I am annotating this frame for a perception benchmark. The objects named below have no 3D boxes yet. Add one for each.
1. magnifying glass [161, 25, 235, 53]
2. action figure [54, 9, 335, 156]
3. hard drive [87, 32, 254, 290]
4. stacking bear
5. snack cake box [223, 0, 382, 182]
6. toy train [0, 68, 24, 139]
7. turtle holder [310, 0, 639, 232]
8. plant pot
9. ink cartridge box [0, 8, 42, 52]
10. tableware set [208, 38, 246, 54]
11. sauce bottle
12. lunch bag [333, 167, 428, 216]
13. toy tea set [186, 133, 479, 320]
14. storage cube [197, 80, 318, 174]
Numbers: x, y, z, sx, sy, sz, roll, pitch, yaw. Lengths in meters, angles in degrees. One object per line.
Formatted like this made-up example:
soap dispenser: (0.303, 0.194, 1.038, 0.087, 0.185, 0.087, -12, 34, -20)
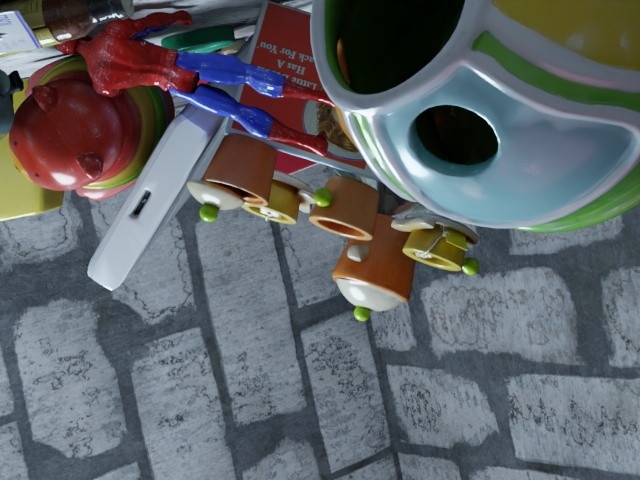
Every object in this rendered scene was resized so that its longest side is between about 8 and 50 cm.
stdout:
magnifying glass: (-0.170, -0.248, 1.450, 0.092, 0.026, 0.231, -13, -173, -16)
action figure: (-0.123, -0.172, 1.114, 0.280, 0.091, 0.139, 15, -156, -11)
hard drive: (-0.150, -0.112, 1.334, 0.233, 0.047, 0.353, -55, -176, 28)
stacking bear: (-0.254, -0.124, 1.214, 0.164, 0.175, 0.289, -26, -170, 5)
snack cake box: (0.047, -0.149, 1.208, 0.264, 0.152, 0.089, 18, -171, 5)
toy train: (-0.370, -0.107, 0.974, 0.190, 0.142, 0.334, -21, -174, -1)
turtle holder: (0.143, -0.126, 0.694, 0.227, 0.243, 0.320, 6, -179, -43)
plant pot: (-0.477, -0.120, 1.622, 0.212, 0.187, 0.212, -11, -174, 0)
ink cartridge box: (-0.294, -0.137, 0.726, 0.208, 0.045, 0.206, -11, -175, -10)
tableware set: (-0.145, -0.274, 1.636, 0.141, 0.020, 0.169, -9, -174, 23)
sauce bottle: (-0.207, -0.170, 0.858, 0.128, 0.042, 0.042, -8, -174, 12)
lunch bag: (0.149, -0.193, 1.373, 0.235, 0.287, 0.169, -9, -145, -18)
toy tea set: (0.000, 0.000, 1.246, 0.336, 0.124, 0.200, 21, 170, -17)
storage cube: (-0.080, -0.202, 1.775, 0.215, 0.193, 0.184, -23, -171, -19)
